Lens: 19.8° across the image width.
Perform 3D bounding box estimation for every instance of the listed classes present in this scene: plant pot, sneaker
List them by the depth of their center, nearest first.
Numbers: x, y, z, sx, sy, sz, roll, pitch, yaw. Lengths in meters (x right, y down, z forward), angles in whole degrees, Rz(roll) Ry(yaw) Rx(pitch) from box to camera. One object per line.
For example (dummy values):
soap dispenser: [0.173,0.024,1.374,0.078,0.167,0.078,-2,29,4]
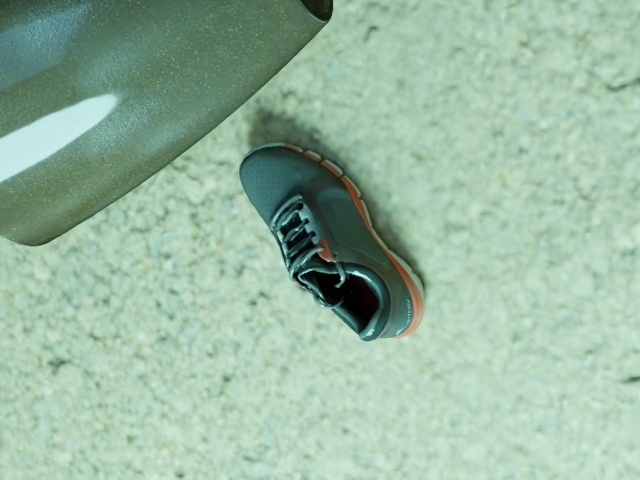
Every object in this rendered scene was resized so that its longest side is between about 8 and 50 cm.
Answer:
plant pot: [-0.117,-0.138,1.125,0.230,0.215,0.215,-23,89,18]
sneaker: [0.000,0.000,1.149,0.158,0.065,0.061,45,119,14]
